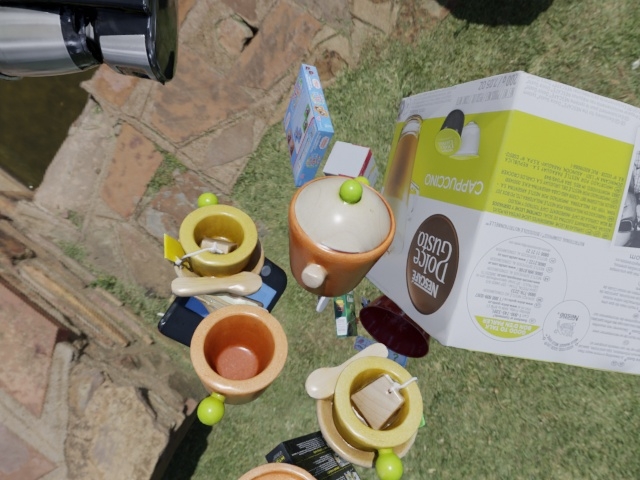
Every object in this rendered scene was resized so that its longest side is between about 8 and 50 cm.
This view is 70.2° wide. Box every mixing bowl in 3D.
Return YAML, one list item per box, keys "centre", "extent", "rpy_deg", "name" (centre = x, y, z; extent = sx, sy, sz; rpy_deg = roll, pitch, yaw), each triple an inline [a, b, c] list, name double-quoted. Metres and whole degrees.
- centre: [0.192, 0.181, 1.076]
  extent: [0.181, 0.181, 0.098]
  rpy_deg: [36, 60, 4]
  name: "mixing bowl"

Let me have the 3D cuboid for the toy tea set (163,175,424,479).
- centre: [-0.011, 0.070, 0.347]
  extent: [0.200, 0.124, 0.336]
  rpy_deg: [-6, 55, -17]
  name: "toy tea set"

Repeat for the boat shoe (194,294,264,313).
- centre: [-0.225, 0.144, 1.007]
  extent: [0.190, 0.068, 0.072]
  rpy_deg: [18, 84, 1]
  name: "boat shoe"

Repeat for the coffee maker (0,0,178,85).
- centre: [-0.237, -0.242, 0.439]
  extent: [0.178, 0.120, 0.171]
  rpy_deg: [-1, 119, -3]
  name: "coffee maker"

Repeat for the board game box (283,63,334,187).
- centre: [-0.032, -0.244, 0.973]
  extent: [0.039, 0.160, 0.211]
  rpy_deg: [2, 53, -21]
  name: "board game box"

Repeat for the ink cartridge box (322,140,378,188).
- centre: [0.109, -0.231, 1.563]
  extent: [0.128, 0.176, 0.127]
  rpy_deg: [16, 74, 24]
  name: "ink cartridge box"

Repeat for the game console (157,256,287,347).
- centre: [-0.309, 0.204, 1.543]
  extent: [0.060, 0.342, 0.386]
  rpy_deg: [22, 76, 46]
  name: "game console"

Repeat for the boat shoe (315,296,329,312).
- centre: [0.013, 0.210, 1.768]
  extent: [0.040, 0.049, 0.142]
  rpy_deg: [18, 74, 30]
  name: "boat shoe"

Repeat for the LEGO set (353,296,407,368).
- centre: [0.192, 0.303, 1.535]
  extent: [0.244, 0.060, 0.182]
  rpy_deg: [18, 87, 17]
  name: "LEGO set"

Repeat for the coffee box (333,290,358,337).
- centre: [0.073, 0.197, 1.366]
  extent: [0.040, 0.113, 0.184]
  rpy_deg: [-9, 77, 17]
  name: "coffee box"

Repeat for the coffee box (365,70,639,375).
- centre: [0.301, -0.028, 0.706]
  extent: [0.338, 0.337, 0.334]
  rpy_deg: [11, 99, -14]
  name: "coffee box"

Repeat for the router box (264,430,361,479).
- centre: [-0.002, 0.401, 0.779]
  extent: [0.046, 0.179, 0.133]
  rpy_deg: [-44, 61, 12]
  name: "router box"
